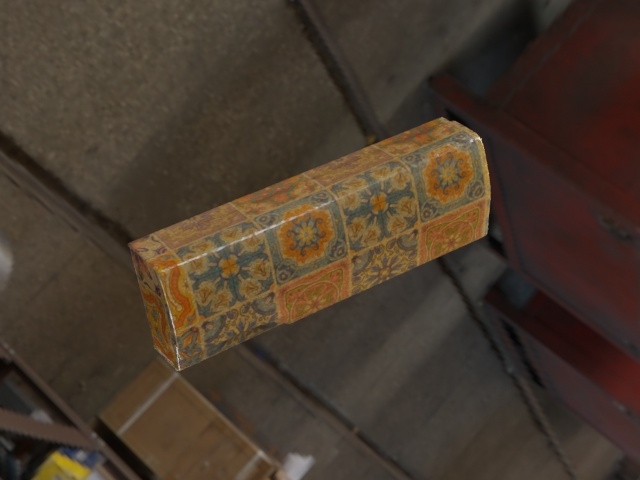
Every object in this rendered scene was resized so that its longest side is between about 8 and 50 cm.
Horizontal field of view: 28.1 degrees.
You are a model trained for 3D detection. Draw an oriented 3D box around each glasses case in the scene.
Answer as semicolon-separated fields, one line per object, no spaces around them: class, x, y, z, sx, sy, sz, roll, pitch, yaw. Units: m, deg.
glasses case;0.000;0.000;0.759;0.218;0.049;0.075;-23;121;-22
